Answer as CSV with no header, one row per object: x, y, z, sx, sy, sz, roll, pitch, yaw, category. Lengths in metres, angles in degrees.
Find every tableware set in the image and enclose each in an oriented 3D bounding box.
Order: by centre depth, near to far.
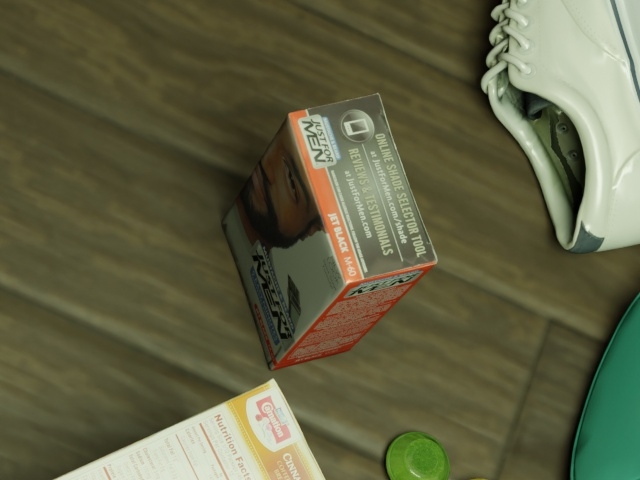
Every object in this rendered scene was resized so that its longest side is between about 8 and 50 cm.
0.077,0.181,0.993,0.154,0.024,0.104,44,63,3,tableware set

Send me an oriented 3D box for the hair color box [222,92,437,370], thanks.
0.000,0.000,0.953,0.053,0.167,0.093,-14,75,-20,hair color box

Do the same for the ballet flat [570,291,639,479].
0.187,0.163,0.990,0.106,0.107,0.316,36,59,-24,ballet flat

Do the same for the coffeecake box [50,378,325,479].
-0.104,0.147,0.886,0.185,0.142,0.068,-23,79,-22,coffeecake box

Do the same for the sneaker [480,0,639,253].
0.138,-0.115,1.072,0.091,0.094,0.258,-16,77,-25,sneaker
